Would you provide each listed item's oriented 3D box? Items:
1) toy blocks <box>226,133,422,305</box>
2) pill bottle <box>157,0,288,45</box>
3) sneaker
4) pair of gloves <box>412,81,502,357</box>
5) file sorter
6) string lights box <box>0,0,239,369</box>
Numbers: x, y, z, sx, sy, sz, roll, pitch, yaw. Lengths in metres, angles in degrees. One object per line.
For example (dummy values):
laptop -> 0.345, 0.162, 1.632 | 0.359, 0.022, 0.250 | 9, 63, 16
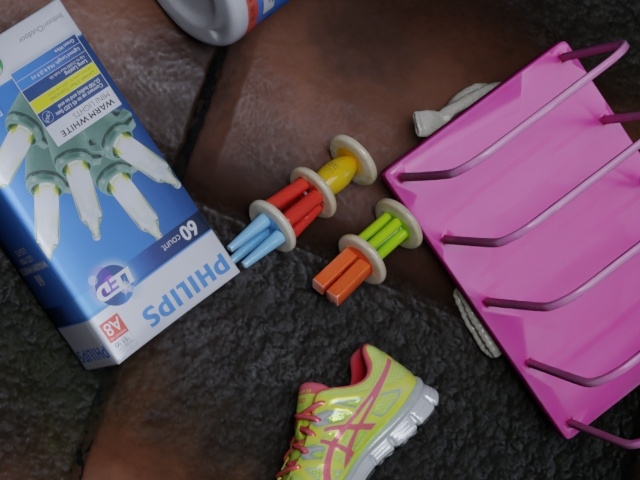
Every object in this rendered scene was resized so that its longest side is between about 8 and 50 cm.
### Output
toy blocks -> 0.000, 0.000, 1.520 | 0.148, 0.054, 0.123 | -40, 100, -26
pill bottle -> -0.036, -0.269, 1.504 | 0.221, 0.124, 0.124 | -40, 101, -25
sneaker -> 0.002, 0.167, 1.489 | 0.094, 0.081, 0.208 | 49, 58, -4
pair of gloves -> 0.192, -0.033, 1.628 | 0.204, 0.042, 0.240 | -20, 92, -27
file sorter -> 0.232, 0.003, 1.510 | 0.202, 0.182, 0.290 | -37, 100, -10
string lights box -> -0.195, -0.042, 1.416 | 0.133, 0.077, 0.259 | -38, 100, -27
